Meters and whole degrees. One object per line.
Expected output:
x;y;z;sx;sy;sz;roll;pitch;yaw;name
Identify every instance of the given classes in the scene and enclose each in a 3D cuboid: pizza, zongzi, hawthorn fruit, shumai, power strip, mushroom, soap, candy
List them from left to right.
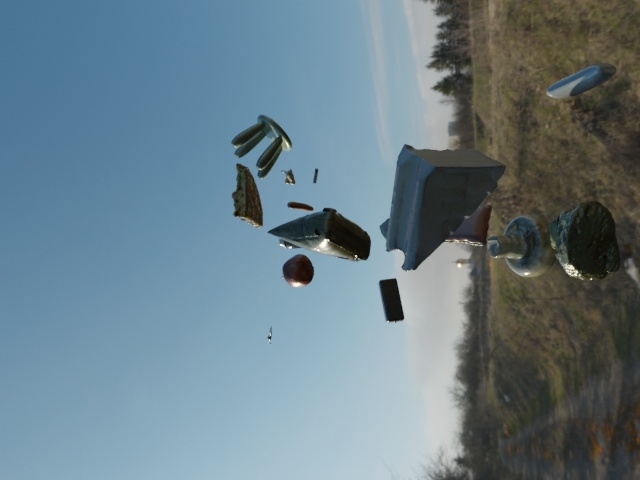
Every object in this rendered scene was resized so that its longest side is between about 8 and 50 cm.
-0.339;-0.204;1.939;0.268;0.087;0.258;39;-129;-73;pizza
-0.134;0.170;2.197;0.179;0.200;0.179;-16;-90;-73;hawthorn fruit
0.000;0.000;1.678;0.323;0.360;0.160;34;-123;-42;zongzi
0.405;0.348;2.318;0.070;0.105;0.257;90;173;-66;power strip
0.327;-0.089;1.083;0.159;0.257;0.302;-131;41;-55;soap
0.757;0.017;1.534;0.243;0.243;0.244;-2;-90;-68;mushroom
0.819;-0.008;1.305;0.218;0.189;0.256;-92;-17;-72;shumai
0.867;-0.528;1.349;0.138;0.174;0.071;-16;-90;-35;candy

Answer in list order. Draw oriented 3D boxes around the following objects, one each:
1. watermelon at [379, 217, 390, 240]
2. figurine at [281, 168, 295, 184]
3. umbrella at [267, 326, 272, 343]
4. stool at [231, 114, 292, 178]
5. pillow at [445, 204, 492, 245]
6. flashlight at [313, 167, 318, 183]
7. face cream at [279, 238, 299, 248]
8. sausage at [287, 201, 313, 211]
0.324;-0.062;1.877;0.081;0.094;0.180;44;-161;7;watermelon
-0.159;-0.312;2.008;0.047;0.050;0.083;-54;-46;-53;figurine
-0.212;0.393;1.694;0.022;0.022;0.149;-34;-32;-33;umbrella
-0.255;-0.409;1.751;0.199;0.195;0.195;-47;0;-11;stool
0.514;-0.051;1.454;0.075;0.179;0.171;54;-131;-42;pillow
-0.026;-0.342;2.148;0.018;0.018;0.083;-96;13;-50;flashlight
-0.071;0.000;2.043;0.073;0.283;0.073;-4;-90;-80;face cream
-0.106;-0.183;2.207;0.176;0.047;0.040;5;-122;-42;sausage
